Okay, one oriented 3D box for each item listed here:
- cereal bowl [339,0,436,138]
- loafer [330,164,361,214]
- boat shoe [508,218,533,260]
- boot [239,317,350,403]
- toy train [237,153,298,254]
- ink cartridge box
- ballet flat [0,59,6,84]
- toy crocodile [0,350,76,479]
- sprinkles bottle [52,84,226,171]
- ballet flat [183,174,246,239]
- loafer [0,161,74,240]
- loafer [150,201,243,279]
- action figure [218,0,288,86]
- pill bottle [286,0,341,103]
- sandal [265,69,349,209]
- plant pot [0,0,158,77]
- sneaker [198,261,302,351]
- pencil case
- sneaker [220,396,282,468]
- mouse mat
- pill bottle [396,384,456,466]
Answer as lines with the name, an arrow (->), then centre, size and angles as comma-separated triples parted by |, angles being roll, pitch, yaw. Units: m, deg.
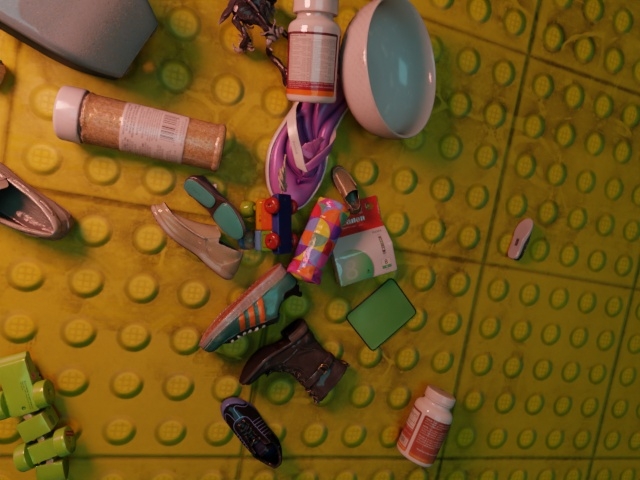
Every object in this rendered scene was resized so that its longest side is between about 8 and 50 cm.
cereal bowl -> 0.157, -0.427, 1.074 | 0.339, 0.141, 0.338 | -5, 96, -49
loafer -> 0.078, -0.143, 1.162 | 0.056, 0.050, 0.147 | -29, 96, -11
boat shoe -> 0.652, -0.002, 1.356 | 0.040, 0.049, 0.142 | 24, 92, -36
boot -> -0.065, 0.372, 1.170 | 0.263, 0.091, 0.229 | -38, 105, -11
toy train -> -0.143, -0.090, 1.076 | 0.144, 0.105, 0.247 | 0, 92, 27
ink cartridge box -> 0.111, 0.000, 1.194 | 0.181, 0.056, 0.224 | -15, 103, -14
ballet flat -> -0.797, -0.379, 0.873 | 0.233, 0.080, 0.073 | 16, 107, -16
toy crocodile -> -0.678, 0.428, 1.003 | 0.115, 0.105, 0.340 | -19, 97, -13
sprinkles bottle -> -0.406, -0.253, 0.976 | 0.356, 0.121, 0.121 | 10, 94, -17
ballet flat -> -0.255, -0.089, 1.062 | 0.203, 0.074, 0.074 | 45, 83, -5
loafer -> -0.706, -0.106, 0.912 | 0.320, 0.111, 0.112 | 32, 87, -17
loafer -> -0.302, -0.012, 1.053 | 0.092, 0.102, 0.268 | -49, 116, -7
action figure -> -0.144, -0.514, 1.013 | 0.164, 0.141, 0.275 | -47, 122, -4
pill bottle -> -0.016, -0.434, 0.962 | 0.121, 0.121, 0.221 | -2, 111, -16
sandal -> -0.026, -0.280, 1.092 | 0.170, 0.102, 0.415 | 21, 91, -17
plant pot -> -0.493, -0.475, 0.867 | 0.252, 0.247, 0.247 | 34, 87, -34
sneaker -> -0.177, 0.200, 1.106 | 0.302, 0.108, 0.121 | -42, 102, -9
pencil case -> 0.000, 0.000, 1.111 | 0.105, 0.104, 0.236 | 30, 79, -17
sneaker -> -0.184, 0.531, 1.155 | 0.081, 0.090, 0.232 | -43, 106, -7
mouse mat -> 0.186, 0.224, 1.268 | 0.190, 0.007, 0.152 | -38, 105, -7
pill bottle -> 0.331, 0.566, 1.292 | 0.121, 0.121, 0.216 | 24, 90, -18
